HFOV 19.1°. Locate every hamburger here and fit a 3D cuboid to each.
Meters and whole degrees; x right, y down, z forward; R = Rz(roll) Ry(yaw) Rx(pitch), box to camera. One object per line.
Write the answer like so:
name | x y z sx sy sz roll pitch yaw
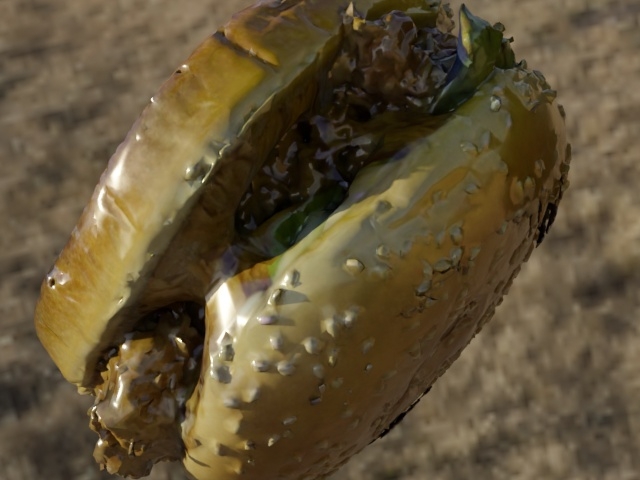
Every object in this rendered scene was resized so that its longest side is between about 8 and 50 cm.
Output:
hamburger | -0.006 0.007 0.632 0.118 0.182 0.191 42 67 17
